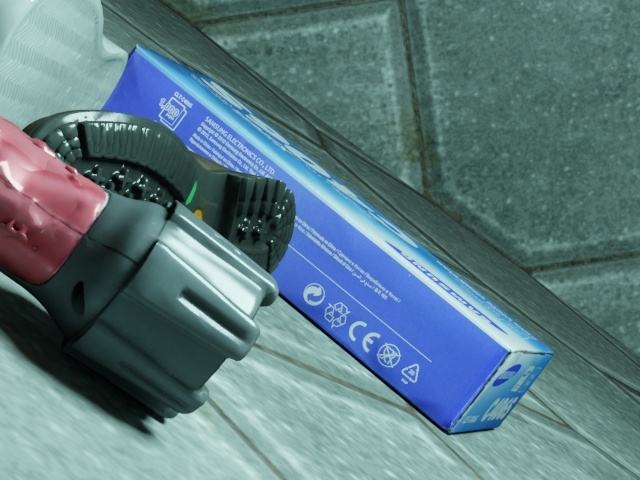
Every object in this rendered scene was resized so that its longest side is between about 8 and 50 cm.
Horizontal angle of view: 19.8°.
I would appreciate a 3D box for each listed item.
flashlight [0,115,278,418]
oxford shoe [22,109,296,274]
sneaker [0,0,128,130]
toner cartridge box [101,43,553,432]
[{"bbox_3d":[-0.155,-0.044,0.741,0.304,0.103,0.103,37,33,-9],"label":"flashlight"},{"bbox_3d":[-0.109,-0.024,1.004,0.096,0.082,0.227,19,-3,28],"label":"oxford shoe"},{"bbox_3d":[-0.215,-0.136,1.073,0.169,0.108,0.292,36,-3,1],"label":"sneaker"},{"bbox_3d":[0.000,0.000,1.322,0.348,0.075,0.165,39,8,15],"label":"toner cartridge box"}]
